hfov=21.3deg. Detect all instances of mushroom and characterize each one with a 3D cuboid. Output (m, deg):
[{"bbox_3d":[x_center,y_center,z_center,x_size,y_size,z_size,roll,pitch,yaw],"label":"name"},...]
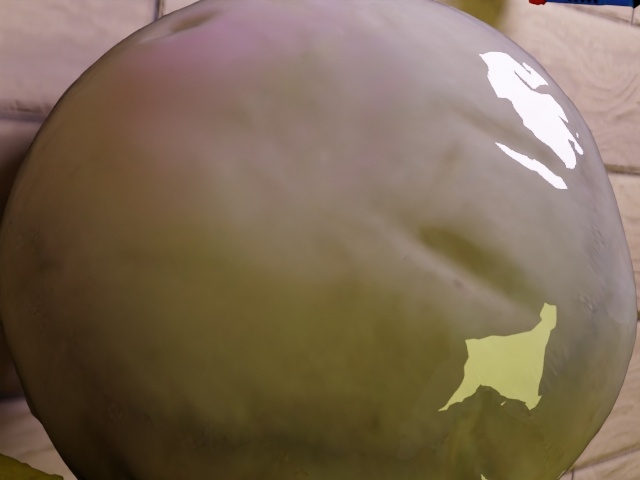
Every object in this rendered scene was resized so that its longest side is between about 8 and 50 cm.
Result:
[{"bbox_3d":[0.015,0.004,0.866,0.356,0.315,0.315,-29,122,-58],"label":"mushroom"}]

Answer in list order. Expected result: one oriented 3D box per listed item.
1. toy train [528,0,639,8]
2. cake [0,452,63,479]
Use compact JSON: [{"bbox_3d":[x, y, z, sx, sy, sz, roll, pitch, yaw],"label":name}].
[{"bbox_3d":[0.180,-0.273,1.249,0.083,0.131,0.204,-56,142,-36],"label":"toy train"},{"bbox_3d":[-0.135,0.199,0.788,0.156,0.179,0.260,-64,147,-29],"label":"cake"}]
